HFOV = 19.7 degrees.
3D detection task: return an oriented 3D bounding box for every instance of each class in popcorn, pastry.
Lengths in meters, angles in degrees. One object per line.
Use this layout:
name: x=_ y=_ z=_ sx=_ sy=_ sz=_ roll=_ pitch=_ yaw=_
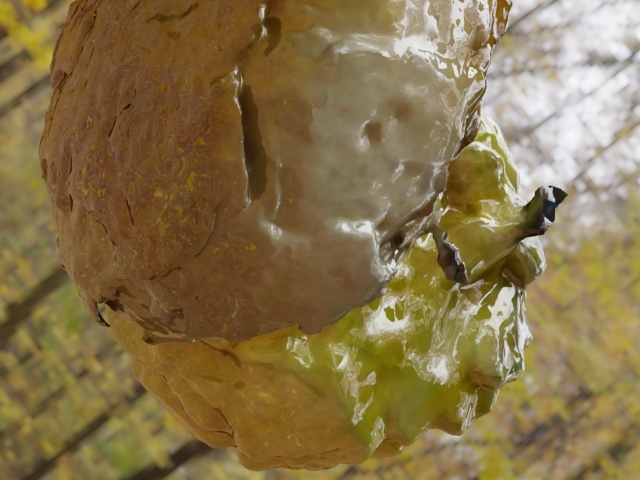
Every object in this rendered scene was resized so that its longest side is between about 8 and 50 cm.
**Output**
popcorn: x=0.007 y=0.005 z=0.989 sx=0.225 sy=0.249 sz=0.249 roll=10 pitch=-40 yaw=37
pastry: x=-0.018 y=-0.043 z=0.484 sx=0.081 sy=0.153 sz=0.153 roll=13 pitch=13 yaw=-34
